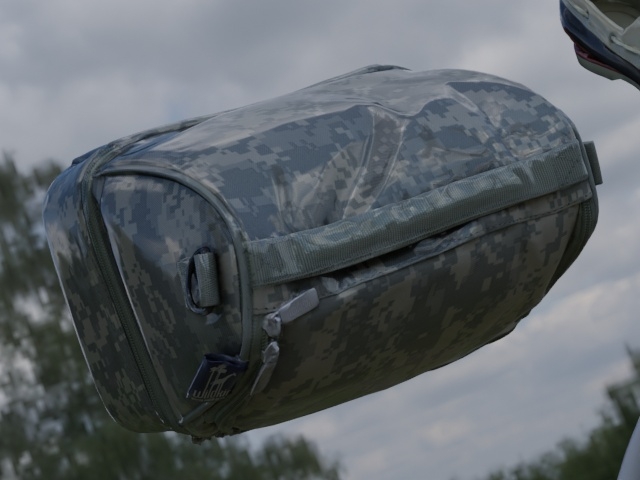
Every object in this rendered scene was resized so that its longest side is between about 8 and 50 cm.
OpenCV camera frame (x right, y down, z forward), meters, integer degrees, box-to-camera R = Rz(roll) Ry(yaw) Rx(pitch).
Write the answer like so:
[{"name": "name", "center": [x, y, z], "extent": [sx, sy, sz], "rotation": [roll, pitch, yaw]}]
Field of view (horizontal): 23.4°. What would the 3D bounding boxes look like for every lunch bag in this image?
[{"name": "lunch bag", "center": [0.000, 0.000, 1.006], "extent": [0.305, 0.212, 0.256], "rotation": [-18, 1, -32]}]

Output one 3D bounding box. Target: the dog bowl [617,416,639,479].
[{"name": "dog bowl", "center": [0.223, 0.129, 0.525], "extent": [0.104, 0.265, 0.265], "rotation": [12, -29, -32]}]

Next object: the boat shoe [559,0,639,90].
[{"name": "boat shoe", "center": [0.144, -0.086, 0.637], "extent": [0.049, 0.043, 0.137], "rotation": [-29, 28, -15]}]
